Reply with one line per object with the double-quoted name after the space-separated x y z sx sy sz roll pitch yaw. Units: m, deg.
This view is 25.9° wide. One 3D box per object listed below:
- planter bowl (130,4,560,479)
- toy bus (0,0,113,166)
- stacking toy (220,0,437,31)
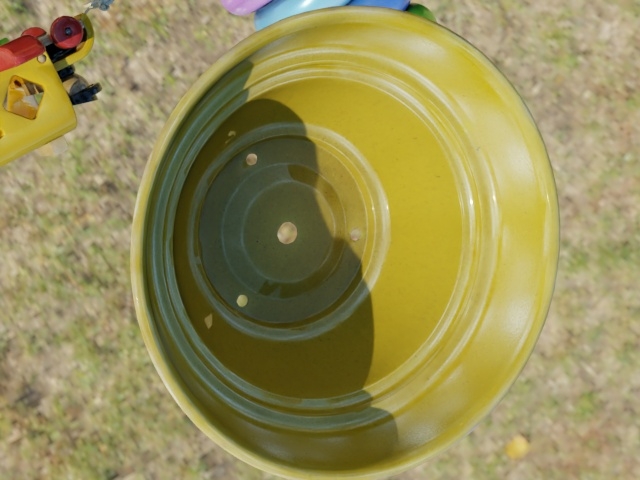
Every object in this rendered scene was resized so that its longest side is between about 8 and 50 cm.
0.000 0.000 0.665 0.217 0.090 0.217 -2 96 -26 "planter bowl"
-0.252 -0.119 1.180 0.202 0.191 0.104 -18 105 19 "toy bus"
0.047 -0.137 1.089 0.141 0.141 0.330 -40 105 -3 "stacking toy"
